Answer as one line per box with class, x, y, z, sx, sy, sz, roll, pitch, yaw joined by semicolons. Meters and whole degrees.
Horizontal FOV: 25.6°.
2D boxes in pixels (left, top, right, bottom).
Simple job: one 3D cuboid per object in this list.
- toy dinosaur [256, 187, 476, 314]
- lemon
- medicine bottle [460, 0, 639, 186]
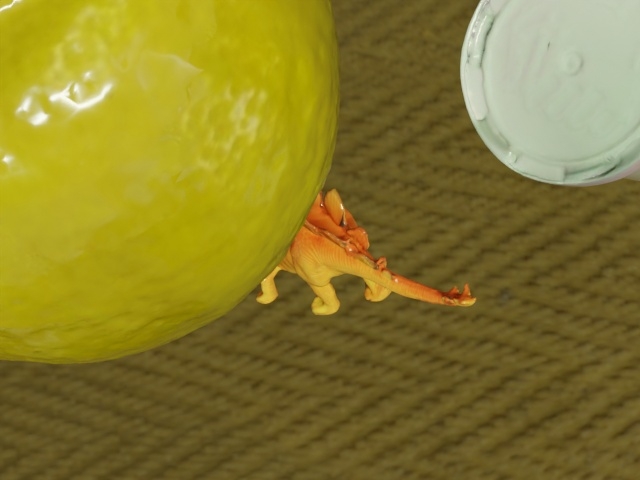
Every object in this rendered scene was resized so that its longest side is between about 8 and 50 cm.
toy dinosaur;0.000;0.000;1.120;0.288;0.070;0.117;10;135;51
lemon;-0.147;-0.090;0.766;0.348;0.348;0.348;-2;86;21
medicine bottle;0.223;-0.070;0.773;0.108;0.426;0.108;-1;88;34
